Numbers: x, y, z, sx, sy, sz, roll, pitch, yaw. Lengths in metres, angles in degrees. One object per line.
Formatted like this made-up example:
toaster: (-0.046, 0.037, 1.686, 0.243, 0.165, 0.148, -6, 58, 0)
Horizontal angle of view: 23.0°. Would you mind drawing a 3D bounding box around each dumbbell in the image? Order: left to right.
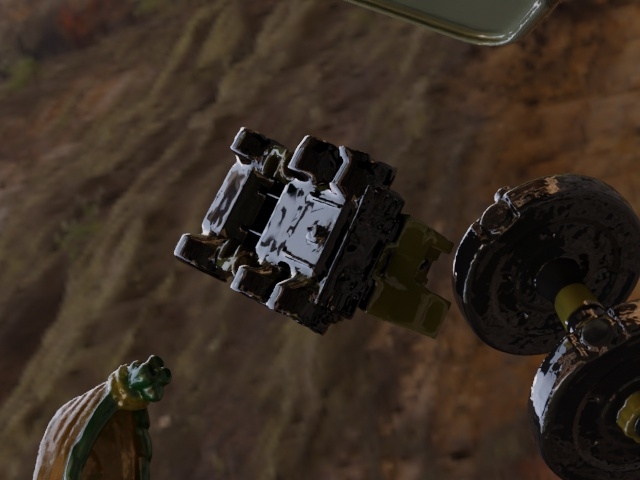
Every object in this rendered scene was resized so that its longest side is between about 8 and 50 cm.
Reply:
dumbbell: (0.181, 0.058, 1.057, 0.325, 0.143, 0.143, -116, 3, -51)

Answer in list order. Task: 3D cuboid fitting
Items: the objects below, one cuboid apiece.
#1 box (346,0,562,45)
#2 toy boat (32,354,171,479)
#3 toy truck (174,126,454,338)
box: (0.042, -0.255, 1.008, 0.138, 0.274, 0.178, 134, 152, -73)
toy boat: (-0.129, 0.187, 0.995, 0.089, 0.088, 0.230, 7, -98, -56)
toy truck: (-0.005, -0.002, 1.175, 0.127, 0.257, 0.127, 26, -93, -30)
